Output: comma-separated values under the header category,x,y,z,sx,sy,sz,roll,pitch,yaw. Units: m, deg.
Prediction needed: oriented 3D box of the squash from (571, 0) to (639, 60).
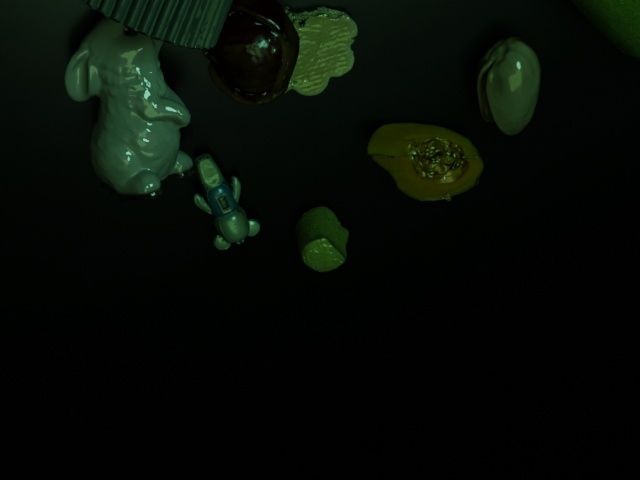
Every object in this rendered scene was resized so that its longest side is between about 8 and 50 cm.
category,x,y,z,sx,sy,sz,roll,pitch,yaw
squash,0.569,-0.542,1.633,0.263,0.263,0.384,-41,125,18

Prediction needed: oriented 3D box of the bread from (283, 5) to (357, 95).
category,x,y,z,sx,sy,sz,roll,pitch,yaw
bread,-0.054,-0.377,1.750,0.250,0.039,0.182,-3,127,-11

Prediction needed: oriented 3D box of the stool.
category,x,y,z,sx,sy,sz,roll,pitch,yaw
stool,-0.239,-0.532,1.441,0.297,0.297,0.330,20,115,-25

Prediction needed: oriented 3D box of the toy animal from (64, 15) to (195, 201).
category,x,y,z,sx,sy,sz,roll,pitch,yaw
toy animal,-0.377,-0.266,1.690,0.257,0.194,0.358,-3,114,19

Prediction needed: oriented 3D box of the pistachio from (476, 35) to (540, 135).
category,x,y,z,sx,sy,sz,roll,pitch,yaw
pistachio,0.398,-0.326,1.835,0.143,0.144,0.215,-14,134,-3

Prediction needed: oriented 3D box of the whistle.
category,x,y,z,sx,sy,sz,roll,pitch,yaw
whistle,-0.218,-0.087,1.912,0.113,0.077,0.236,-26,122,-5

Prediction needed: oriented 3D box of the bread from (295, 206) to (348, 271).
category,x,y,z,sx,sy,sz,roll,pitch,yaw
bread,0.000,0.000,2.001,0.111,0.114,0.129,-35,123,22

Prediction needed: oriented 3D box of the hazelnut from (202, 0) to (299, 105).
category,x,y,z,sx,sy,sz,roll,pitch,yaw
hazelnut,-0.123,-0.351,1.620,0.160,0.170,0.202,-16,119,-51

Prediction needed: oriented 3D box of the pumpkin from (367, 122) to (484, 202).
category,x,y,z,sx,sy,sz,roll,pitch,yaw
pumpkin,0.212,-0.170,1.939,0.278,0.111,0.163,0,142,-15
